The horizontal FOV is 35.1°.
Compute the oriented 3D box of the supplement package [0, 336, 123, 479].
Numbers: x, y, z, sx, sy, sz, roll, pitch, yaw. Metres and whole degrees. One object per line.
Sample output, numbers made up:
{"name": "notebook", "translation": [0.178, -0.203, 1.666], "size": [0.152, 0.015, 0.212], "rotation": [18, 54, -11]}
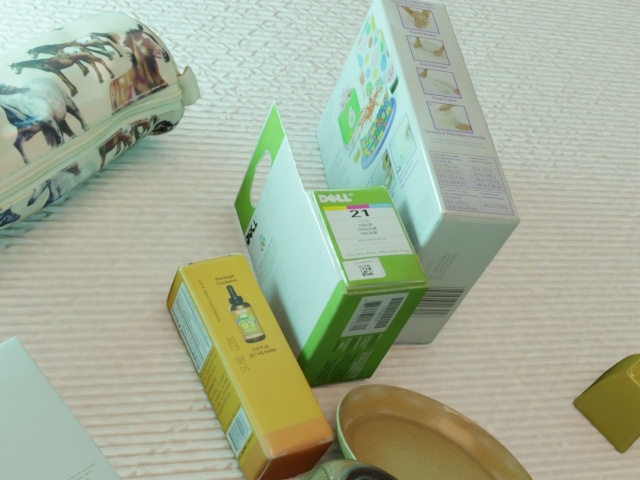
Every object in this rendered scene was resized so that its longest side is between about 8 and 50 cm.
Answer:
{"name": "supplement package", "translation": [-0.280, 0.229, 0.815], "size": [0.194, 0.149, 0.203], "rotation": [-28, 68, -37]}

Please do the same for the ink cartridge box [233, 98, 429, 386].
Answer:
{"name": "ink cartridge box", "translation": [0.000, 0.000, 1.090], "size": [0.097, 0.189, 0.255], "rotation": [-4, 55, -24]}

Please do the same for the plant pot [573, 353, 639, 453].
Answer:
{"name": "plant pot", "translation": [0.361, 0.178, 1.169], "size": [0.081, 0.083, 0.081], "rotation": [-31, 69, -37]}

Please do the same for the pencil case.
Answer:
{"name": "pencil case", "translation": [-0.314, -0.101, 1.057], "size": [0.183, 0.160, 0.410], "rotation": [27, 45, 23]}

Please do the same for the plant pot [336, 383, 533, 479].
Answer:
{"name": "plant pot", "translation": [0.115, 0.230, 1.005], "size": [0.236, 0.032, 0.236], "rotation": [25, 20, -10]}

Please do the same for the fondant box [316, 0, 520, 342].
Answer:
{"name": "fondant box", "translation": [0.096, -0.082, 1.163], "size": [0.096, 0.238, 0.330], "rotation": [2, 53, -21]}

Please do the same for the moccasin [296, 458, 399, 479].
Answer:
{"name": "moccasin", "translation": [-0.044, 0.359, 0.822], "size": [0.139, 0.147, 0.380], "rotation": [27, 65, -21]}

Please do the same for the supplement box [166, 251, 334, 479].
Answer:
{"name": "supplement box", "translation": [-0.077, 0.128, 1.033], "size": [0.078, 0.080, 0.233], "rotation": [-11, 60, -30]}
